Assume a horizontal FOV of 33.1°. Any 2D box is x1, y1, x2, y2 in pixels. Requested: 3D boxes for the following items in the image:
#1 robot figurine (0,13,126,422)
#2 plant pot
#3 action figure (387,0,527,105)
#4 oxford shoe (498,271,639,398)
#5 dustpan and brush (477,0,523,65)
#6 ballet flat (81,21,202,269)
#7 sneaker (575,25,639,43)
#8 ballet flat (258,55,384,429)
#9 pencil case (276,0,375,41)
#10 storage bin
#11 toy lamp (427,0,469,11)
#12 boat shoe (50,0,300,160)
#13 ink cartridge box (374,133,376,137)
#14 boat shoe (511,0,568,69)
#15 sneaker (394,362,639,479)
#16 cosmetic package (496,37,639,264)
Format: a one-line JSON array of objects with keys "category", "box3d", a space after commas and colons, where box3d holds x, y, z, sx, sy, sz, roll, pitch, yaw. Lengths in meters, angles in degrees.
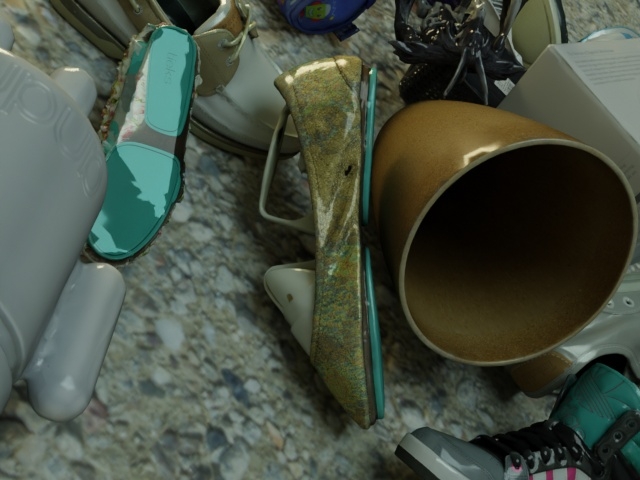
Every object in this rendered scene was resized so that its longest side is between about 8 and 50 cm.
[{"category": "robot figurine", "box3d": [-0.268, 0.003, 0.702, 0.300, 0.200, 0.353, 31, 47, -17]}, {"category": "plant pot", "box3d": [0.147, -0.040, 1.082, 0.237, 0.237, 0.254, 25, 17, -29]}, {"category": "action figure", "box3d": [0.148, -0.273, 1.199, 0.164, 0.140, 0.275, 4, 41, -12]}, {"category": "oxford shoe", "box3d": [0.370, 0.108, 1.241, 0.450, 0.169, 0.130, -2, 63, -35]}, {"category": "dustpan and brush", "box3d": [0.242, -0.258, 1.411, 0.147, 0.060, 0.211, -86, 165, -58]}, {"category": "ballet flat", "box3d": [-0.159, -0.078, 0.936, 0.091, 0.077, 0.240, 26, 64, -23]}, {"category": "sneaker", "box3d": [0.455, -0.253, 1.605, 0.229, 0.087, 0.092, 6, 63, -37]}, {"category": "ballet flat", "box3d": [0.000, 0.000, 1.002, 0.123, 0.123, 0.348, 5, 81, -40]}, {"category": "pencil case", "box3d": [-0.024, -0.384, 1.228, 0.133, 0.119, 0.306, -15, 74, -25]}, {"category": "storage bin", "box3d": [0.198, -0.173, 1.323, 0.180, 0.084, 0.122, 43, 43, -12]}, {"category": "toy lamp", "box3d": [0.113, -0.386, 1.333, 0.274, 0.080, 0.080, 46, 38, -43]}, {"category": "boat shoe", "box3d": [-0.115, -0.188, 1.035, 0.302, 0.103, 0.113, 34, 46, -21]}, {"category": "ink cartridge box", "box3d": [0.002, -0.132, 1.159, 0.115, 0.029, 0.063, 46, 43, -10]}, {"category": "boat shoe", "box3d": [0.277, -0.385, 1.499, 0.113, 0.127, 0.340, -8, 60, -32]}, {"category": "sneaker", "box3d": [0.219, 0.191, 1.020, 0.296, 0.124, 0.178, 29, 92, -33]}, {"category": "cosmetic package", "box3d": [0.344, -0.103, 1.216, 0.224, 0.138, 0.224, -13, 61, -46]}]
